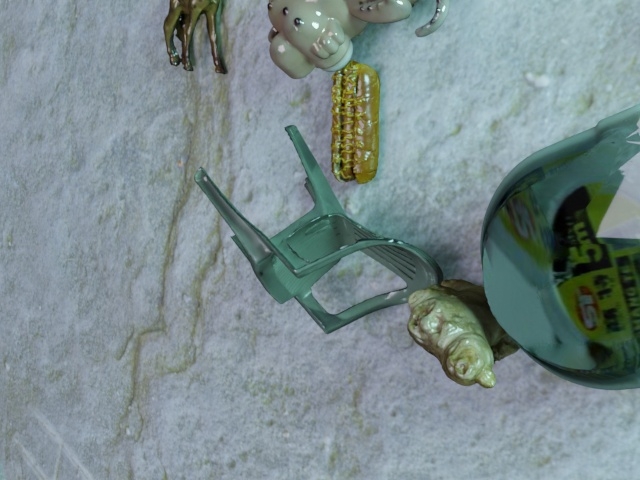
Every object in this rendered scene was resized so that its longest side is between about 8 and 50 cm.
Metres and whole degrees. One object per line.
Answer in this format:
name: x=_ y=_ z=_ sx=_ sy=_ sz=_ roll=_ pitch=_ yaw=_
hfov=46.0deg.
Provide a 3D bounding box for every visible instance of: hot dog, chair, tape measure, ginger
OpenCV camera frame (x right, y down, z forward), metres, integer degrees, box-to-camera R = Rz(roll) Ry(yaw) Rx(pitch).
hot dog: x=0.046 y=-0.158 z=1.012 sx=0.071 sy=0.045 sz=0.165 roll=11 pitch=106 yaw=42
chair: x=0.000 y=0.000 z=0.983 sx=0.274 sy=0.190 sz=0.203 roll=53 pitch=172 yaw=27
tape measure: x=0.292 y=0.013 z=0.761 sx=0.262 sy=0.138 sz=0.259 roll=-21 pitch=82 yaw=43
ginger: x=0.157 y=0.100 z=0.851 sx=0.137 sy=0.213 sz=0.074 roll=26 pitch=114 yaw=22

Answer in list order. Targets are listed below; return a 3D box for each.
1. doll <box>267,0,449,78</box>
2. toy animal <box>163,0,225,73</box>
doll: x=0.048 y=-0.297 z=0.931 sx=0.278 sy=0.119 sz=0.154 roll=-7 pitch=65 yaw=36
toy animal: x=-0.169 y=-0.374 z=1.165 sx=0.149 sy=0.054 sz=0.275 roll=47 pitch=125 yaw=22
